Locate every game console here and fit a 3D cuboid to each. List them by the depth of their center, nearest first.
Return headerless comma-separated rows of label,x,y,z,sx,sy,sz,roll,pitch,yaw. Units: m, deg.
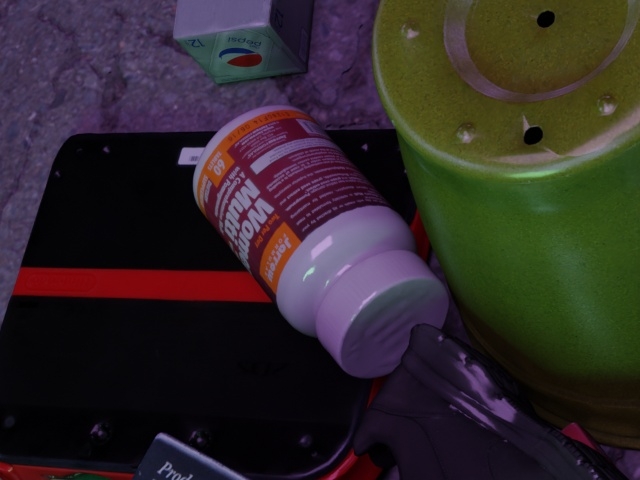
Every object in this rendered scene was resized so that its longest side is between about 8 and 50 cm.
game console,-0.100,0.060,1.585,0.387,0.060,0.342,1,61,25

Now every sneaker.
sneaker,0.133,0.179,1.301,0.130,0.109,0.286,-52,45,2

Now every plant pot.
plant pot,0.208,-0.080,1.316,0.367,0.353,0.366,-11,62,21

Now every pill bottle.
pill bottle,0.000,0.000,1.460,0.121,0.121,0.221,-42,52,2

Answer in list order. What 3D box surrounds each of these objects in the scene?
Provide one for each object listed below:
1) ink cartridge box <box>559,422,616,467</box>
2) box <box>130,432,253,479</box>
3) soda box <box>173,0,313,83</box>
ink cartridge box,0.191,0.241,1.337,0.127,0.072,0.175,-38,55,4
box,-0.070,0.380,1.263,0.212,0.293,0.395,25,78,33
soda box,-0.060,-0.292,1.705,0.098,0.091,0.286,-6,64,22
